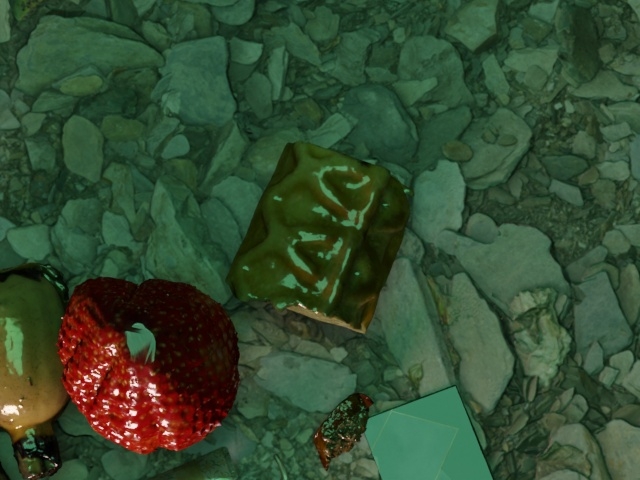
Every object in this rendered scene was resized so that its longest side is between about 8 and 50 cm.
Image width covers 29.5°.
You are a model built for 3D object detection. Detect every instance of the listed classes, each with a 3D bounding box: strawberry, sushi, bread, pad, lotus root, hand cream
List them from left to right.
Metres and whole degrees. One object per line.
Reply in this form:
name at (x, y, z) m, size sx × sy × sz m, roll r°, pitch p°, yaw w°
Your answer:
lotus root at (-0.424, 0.186, 1.731) m, size 0.183 × 0.183 × 0.309 m, roll -11°, pitch 80°, yaw -6°
strawberry at (-0.230, 0.164, 1.645) m, size 0.250 × 0.288 × 0.238 m, roll -2°, pitch 76°, yaw -9°
hand cream at (-0.220, 0.358, 1.776) m, size 0.195 × 0.042 × 0.067 m, roll -22°, pitch 39°, yaw -8°
bread at (0.006, 0.002, 1.795) m, size 0.196 × 0.238 × 0.252 m, roll 9°, pitch 80°, yaw 36°
sushi at (0.034, 0.283, 1.808) m, size 0.055 × 0.052 × 0.120 m, roll 38°, pitch 77°, yaw 23°
pad at (0.175, 0.355, 1.825) m, size 0.164 × 0.004 × 0.243 m, roll -20°, pitch 80°, yaw -8°

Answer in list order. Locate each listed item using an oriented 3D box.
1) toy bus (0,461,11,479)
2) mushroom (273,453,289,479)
toy bus at (-0.482, 0.399, 1.703) m, size 0.157 × 0.139 × 0.289 m, roll -29°, pitch 82°, yaw -13°
mushroom at (-0.022, 0.463, 1.773) m, size 0.068 × 0.043 × 0.306 m, roll -24°, pitch 78°, yaw -26°
